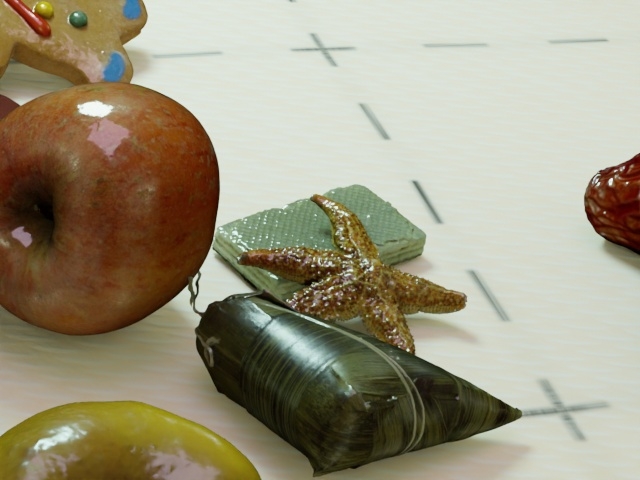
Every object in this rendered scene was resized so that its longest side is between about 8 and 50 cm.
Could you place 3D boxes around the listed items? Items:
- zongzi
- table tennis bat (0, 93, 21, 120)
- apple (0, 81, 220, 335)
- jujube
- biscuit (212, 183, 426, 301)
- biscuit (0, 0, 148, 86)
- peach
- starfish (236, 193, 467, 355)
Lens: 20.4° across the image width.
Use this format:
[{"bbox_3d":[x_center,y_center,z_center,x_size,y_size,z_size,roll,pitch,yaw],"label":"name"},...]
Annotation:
[{"bbox_3d":[0.024,0.120,1.643,0.241,0.111,0.247,1,24,-43],"label":"zongzi"},{"bbox_3d":[-0.503,-0.149,1.856,0.414,0.051,0.268,3,18,-33],"label":"table tennis bat"},{"bbox_3d":[-0.208,-0.034,1.669,0.253,0.254,0.253,6,34,-4],"label":"apple"},{"bbox_3d":[0.406,-0.038,1.911,0.236,0.168,0.168,1,29,24],"label":"jujube"},{"bbox_3d":[0.000,0.000,1.850,0.199,0.041,0.121,-18,44,-35],"label":"biscuit"},{"bbox_3d":[-0.362,-0.264,2.057,0.324,0.049,0.205,16,52,-13],"label":"biscuit"},{"bbox_3d":[-0.155,0.230,1.380,0.251,0.153,0.251,2,40,-2],"label":"peach"},{"bbox_3d":[0.030,0.038,1.757,0.227,0.043,0.240,1,44,-25],"label":"starfish"}]
